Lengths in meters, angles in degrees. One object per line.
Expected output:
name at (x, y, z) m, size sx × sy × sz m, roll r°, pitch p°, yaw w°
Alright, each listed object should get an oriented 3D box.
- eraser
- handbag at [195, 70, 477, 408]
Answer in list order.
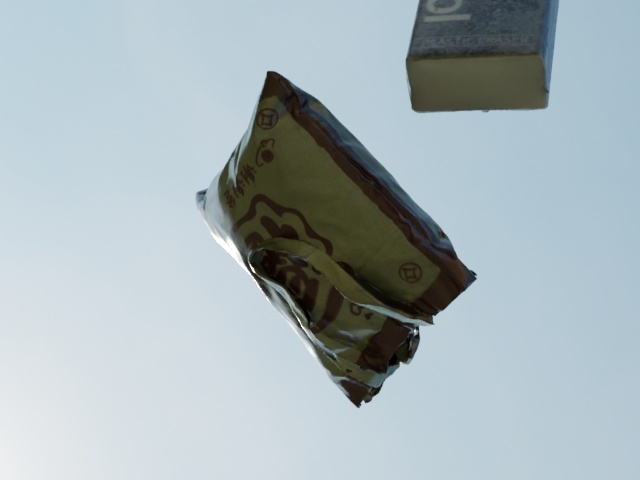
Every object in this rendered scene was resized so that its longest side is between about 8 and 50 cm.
eraser at (0.115, -0.170, 1.290) m, size 0.092 × 0.212 × 0.046 m, roll 0°, pitch -47°, yaw 12°
handbag at (0.000, 0.000, 1.534) m, size 0.235 × 0.127 × 0.213 m, roll 50°, pitch -38°, yaw 11°
